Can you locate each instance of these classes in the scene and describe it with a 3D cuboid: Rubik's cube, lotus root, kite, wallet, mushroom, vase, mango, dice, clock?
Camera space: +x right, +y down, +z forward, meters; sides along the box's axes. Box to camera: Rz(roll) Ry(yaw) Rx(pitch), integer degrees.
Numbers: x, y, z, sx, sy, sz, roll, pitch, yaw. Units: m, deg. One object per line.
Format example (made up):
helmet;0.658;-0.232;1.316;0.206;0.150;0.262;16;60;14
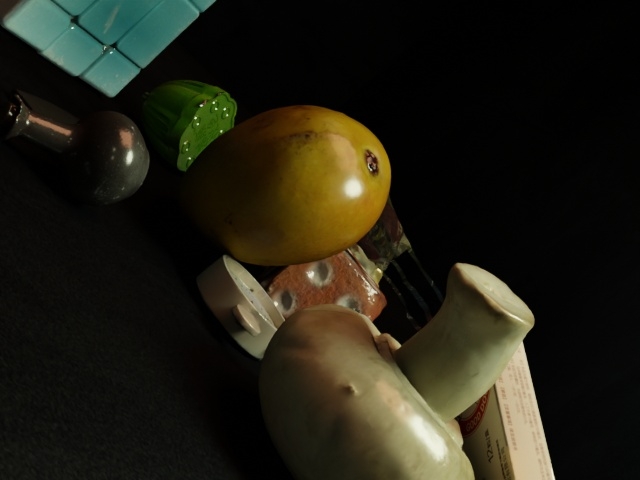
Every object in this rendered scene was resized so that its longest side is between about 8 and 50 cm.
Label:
Rubik's cube;-0.406;-0.499;1.581;0.319;0.322;0.316;52;6;24
lotus root;-0.277;-0.240;1.764;0.186;0.186;0.186;49;7;-8
kite;0.112;0.020;1.523;0.361;0.022;0.204;61;-29;10
wallet;-0.337;-0.140;1.304;0.124;0.025;0.244;51;7;15
mushroom;0.062;0.198;1.069;0.315;0.315;0.356;53;-33;29
vase;-0.298;-0.115;1.103;0.182;0.120;0.120;26;20;-38
mango;-0.074;-0.079;1.437;0.445;0.300;0.232;-5;-77;60
dice;-0.002;0.089;1.578;0.174;0.179;0.175;49;9;-5
clock;-0.111;0.098;1.317;0.156;0.063;0.229;51;6;-12

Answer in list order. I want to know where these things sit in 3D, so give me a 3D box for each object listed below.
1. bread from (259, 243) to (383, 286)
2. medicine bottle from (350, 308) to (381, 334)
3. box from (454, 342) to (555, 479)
bread;0.000;0.000;1.744;0.274;0.274;0.149;48;34;-11
medicine bottle;0.079;0.244;1.395;0.258;0.143;0.143;53;7;33
box;0.210;0.315;1.135;0.069;0.214;0.353;11;47;-14
